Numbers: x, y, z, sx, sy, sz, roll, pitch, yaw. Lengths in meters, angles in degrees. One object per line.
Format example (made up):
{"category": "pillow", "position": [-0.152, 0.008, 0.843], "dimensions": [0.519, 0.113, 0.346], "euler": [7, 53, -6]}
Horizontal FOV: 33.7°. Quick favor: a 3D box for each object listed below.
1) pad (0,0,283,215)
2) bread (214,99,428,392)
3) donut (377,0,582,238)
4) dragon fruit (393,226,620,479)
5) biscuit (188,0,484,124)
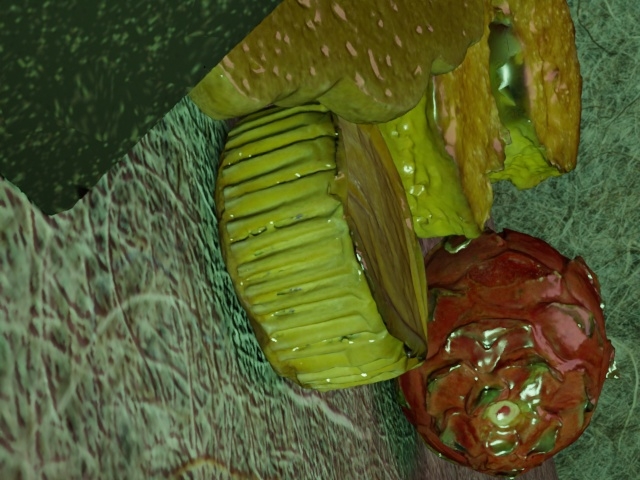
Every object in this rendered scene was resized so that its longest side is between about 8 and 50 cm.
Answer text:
{"category": "pad", "position": [-0.033, -0.171, 0.384], "dimensions": [0.004, 0.330, 0.220], "euler": [40, -9, 31]}
{"category": "bread", "position": [0.000, 0.001, 0.697], "dimensions": [0.199, 0.104, 0.199], "euler": [-16, 90, -75]}
{"category": "donut", "position": [0.139, -0.204, 1.117], "dimensions": [0.435, 0.164, 0.377], "euler": [-13, 101, -60]}
{"category": "dragon fruit", "position": [0.178, 0.110, 1.065], "dimensions": [0.241, 0.241, 0.252], "euler": [56, 14, -58]}
{"category": "biscuit", "position": [0.005, -0.151, 0.585], "dimensions": [0.295, 0.044, 0.185], "euler": [-2, 86, -54]}
